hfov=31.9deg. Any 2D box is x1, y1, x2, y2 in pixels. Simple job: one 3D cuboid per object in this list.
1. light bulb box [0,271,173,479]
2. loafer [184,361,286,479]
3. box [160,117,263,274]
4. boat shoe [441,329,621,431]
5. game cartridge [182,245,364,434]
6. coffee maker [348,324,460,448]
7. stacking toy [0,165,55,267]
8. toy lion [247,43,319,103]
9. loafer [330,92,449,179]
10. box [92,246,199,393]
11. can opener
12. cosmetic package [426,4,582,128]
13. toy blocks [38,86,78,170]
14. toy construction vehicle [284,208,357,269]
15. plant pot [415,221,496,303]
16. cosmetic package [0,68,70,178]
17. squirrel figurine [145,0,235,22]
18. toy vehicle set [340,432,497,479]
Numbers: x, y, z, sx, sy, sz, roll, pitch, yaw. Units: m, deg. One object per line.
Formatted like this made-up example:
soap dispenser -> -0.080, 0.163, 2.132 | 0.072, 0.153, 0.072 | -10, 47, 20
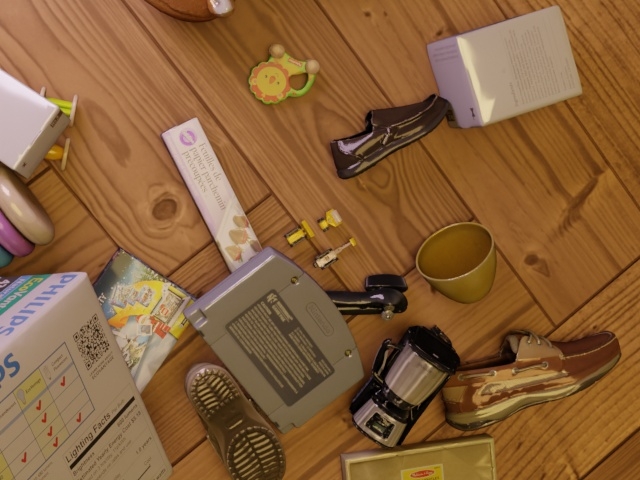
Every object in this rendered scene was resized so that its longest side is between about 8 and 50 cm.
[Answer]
light bulb box -> -0.435, 0.285, 1.543 | 0.225, 0.358, 0.361 | -4, 117, 31
loafer -> -0.138, 0.295, 1.809 | 0.102, 0.092, 0.268 | -27, 116, -7
box -> -0.155, -0.039, 1.787 | 0.063, 0.067, 0.324 | -28, 101, -9
boat shoe -> 0.352, 0.213, 1.895 | 0.324, 0.122, 0.119 | -21, 96, -11
game cartridge -> -0.060, 0.156, 1.786 | 0.198, 0.062, 0.297 | -39, 122, -8
coffee maker -> 0.144, 0.241, 1.842 | 0.120, 0.171, 0.178 | 43, 107, 23
stacking toy -> -0.567, 0.035, 1.675 | 0.330, 0.141, 0.141 | -36, 101, -2
toy lion -> -0.063, -0.262, 1.808 | 0.100, 0.034, 0.096 | 21, 97, -14
loafer -> 0.110, -0.184, 1.826 | 0.220, 0.080, 0.078 | -33, 101, -8
box -> -0.318, 0.149, 1.776 | 0.159, 0.044, 0.233 | 36, 87, -13
can opener -> 0.056, 0.102, 1.859 | 0.186, 0.073, 0.059 | -6, 135, -9
cosmetic package -> 0.297, -0.279, 1.824 | 0.184, 0.151, 0.151 | -19, 98, -12
toy blocks -> -0.455, -0.179, 1.713 | 0.148, 0.054, 0.123 | 10, 93, -13
toy construction vehicle -> 0.000, 0.000, 1.845 | 0.098, 0.035, 0.086 | -35, 90, -10
plant pot -> 0.238, 0.050, 1.860 | 0.134, 0.134, 0.095 | -36, 126, -8
cosmetic package -> -0.499, -0.201, 1.650 | 0.231, 0.085, 0.117 | 34, 84, 5
squirrel figurine -> -0.126, -0.512, 1.656 | 0.397, 0.281, 0.370 | -4, 102, -10
toy vehicle set -> 0.173, 0.431, 1.914 | 0.267, 0.035, 0.165 | -6, 96, -12
